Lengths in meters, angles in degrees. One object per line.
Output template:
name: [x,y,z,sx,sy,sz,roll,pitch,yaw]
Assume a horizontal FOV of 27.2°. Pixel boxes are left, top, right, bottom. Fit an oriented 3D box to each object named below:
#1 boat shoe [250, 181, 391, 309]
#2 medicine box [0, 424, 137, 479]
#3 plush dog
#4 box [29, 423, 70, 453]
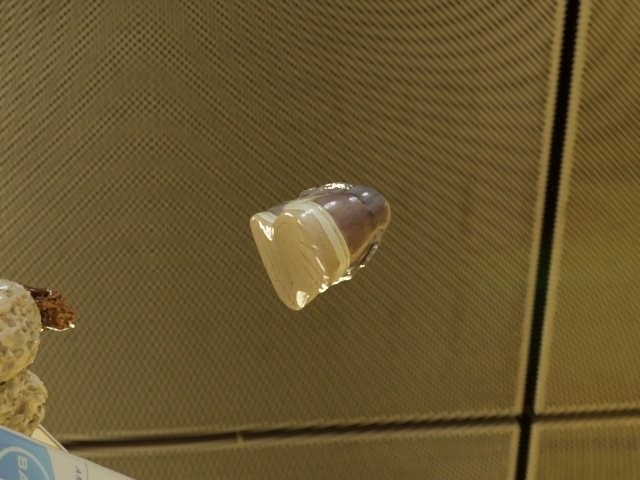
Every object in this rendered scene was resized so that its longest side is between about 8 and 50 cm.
boat shoe: [0.000,0.000,1.244,0.092,0.285,0.103,-25,-91,-12]
medicine box: [-0.125,0.261,0.645,0.149,0.263,0.289,-24,-33,21]
plush dog: [-0.341,0.121,1.215,0.210,0.262,0.225,45,-65,-8]
box: [-0.376,0.311,1.468,0.290,0.087,0.169,-22,-60,34]
